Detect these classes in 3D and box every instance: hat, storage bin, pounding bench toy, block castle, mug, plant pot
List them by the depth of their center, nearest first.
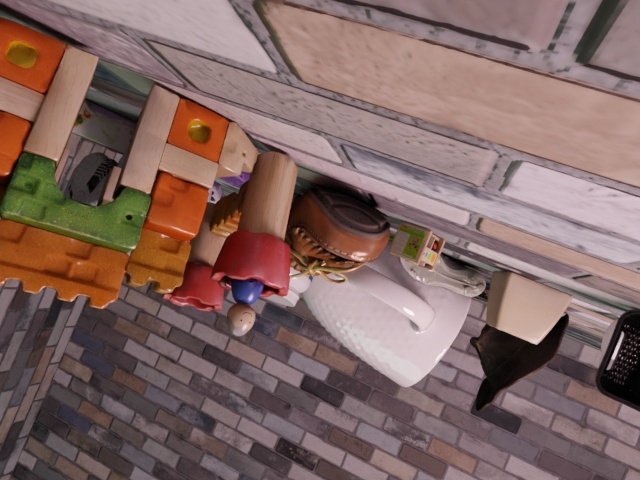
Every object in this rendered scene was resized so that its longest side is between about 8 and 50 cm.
[{"bbox_3d":[-0.272,-0.029,0.531,0.453,0.212,0.303,20,158,-28],"label":"block castle"},{"bbox_3d":[0.453,0.170,0.580,0.084,0.122,0.180,23,179,-24],"label":"storage bin"},{"bbox_3d":[0.136,0.005,0.736,0.083,0.052,0.065,22,179,38],"label":"pounding bench toy"},{"bbox_3d":[0.345,0.118,0.831,0.109,0.096,0.109,23,179,7],"label":"plant pot"},{"bbox_3d":[0.129,0.123,1.062,0.328,0.276,0.374,34,173,2],"label":"mug"},{"bbox_3d":[0.447,0.251,1.167,0.134,0.331,0.331,47,-175,14],"label":"hat"}]

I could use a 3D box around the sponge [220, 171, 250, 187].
[{"bbox_3d":[-0.163,-0.127,0.886,0.117,0.031,0.210,21,177,23],"label":"sponge"}]

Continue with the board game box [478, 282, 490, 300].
[{"bbox_3d":[0.425,0.134,1.318,0.243,0.042,0.165,21,178,45],"label":"board game box"}]

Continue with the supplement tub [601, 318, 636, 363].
[{"bbox_3d":[0.540,0.183,0.802,0.107,0.071,0.071,23,179,13],"label":"supplement tub"}]

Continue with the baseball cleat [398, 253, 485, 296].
[{"bbox_3d":[0.227,0.057,0.958,0.206,0.072,0.109,27,-176,-19],"label":"baseball cleat"}]

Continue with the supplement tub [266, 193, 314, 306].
[{"bbox_3d":[-0.068,0.020,0.985,0.144,0.199,0.144,22,163,7],"label":"supplement tub"}]

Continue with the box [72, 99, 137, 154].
[{"bbox_3d":[-0.402,-0.208,0.871,0.324,0.063,0.067,23,179,-29],"label":"box"}]

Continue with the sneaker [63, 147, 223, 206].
[{"bbox_3d":[-0.323,-0.066,0.894,0.366,0.137,0.210,-4,154,39],"label":"sneaker"}]

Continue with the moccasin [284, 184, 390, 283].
[{"bbox_3d":[-0.003,-0.001,0.729,0.139,0.146,0.380,23,179,-17],"label":"moccasin"}]
